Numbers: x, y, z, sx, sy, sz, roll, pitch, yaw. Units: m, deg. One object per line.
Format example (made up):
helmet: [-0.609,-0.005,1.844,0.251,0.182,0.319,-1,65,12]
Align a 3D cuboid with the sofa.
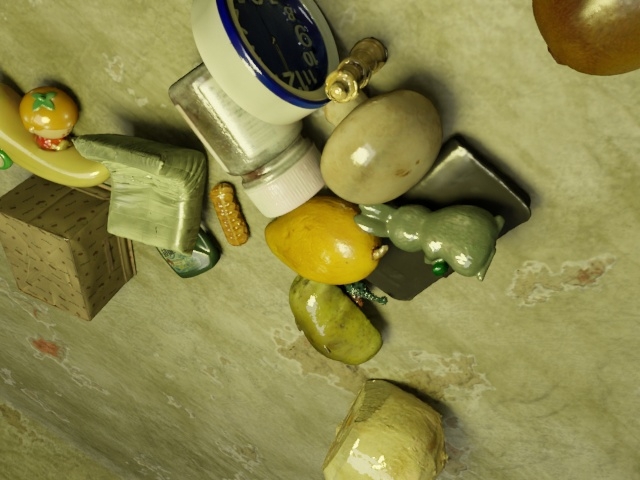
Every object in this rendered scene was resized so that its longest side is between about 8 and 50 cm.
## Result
sofa: [-0.353,-0.088,1.036,0.210,0.176,0.225,16,107,14]

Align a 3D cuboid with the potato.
potato: [0.016,0.189,1.154,0.271,0.111,0.160,49,152,-24]

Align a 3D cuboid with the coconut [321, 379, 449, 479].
coconut: [0.166,0.510,1.269,0.255,0.297,0.297,28,134,2]

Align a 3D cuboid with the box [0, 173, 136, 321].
box: [-0.611,0.009,1.267,0.225,0.190,0.297,20,133,10]

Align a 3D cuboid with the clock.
clock: [-0.072,-0.283,0.746,0.083,0.230,0.230,-20,117,36]

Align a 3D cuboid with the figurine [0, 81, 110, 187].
figurine: [-0.583,-0.232,1.103,0.325,0.124,0.222,27,130,-3]

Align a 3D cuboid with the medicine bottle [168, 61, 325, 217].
medicine bottle: [-0.115,-0.187,0.894,0.165,0.165,0.273,-17,120,34]

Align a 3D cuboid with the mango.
mango: [0.000,0.000,1.010,0.317,0.119,0.176,0,115,46]

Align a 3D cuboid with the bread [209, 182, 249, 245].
bread: [-0.194,-0.053,1.123,0.052,0.044,0.157,0,128,17]

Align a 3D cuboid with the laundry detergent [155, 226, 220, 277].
laundry detergent: [-0.334,-0.020,1.195,0.144,0.078,0.221,-17,117,32]

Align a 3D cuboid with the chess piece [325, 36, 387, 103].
chess piece: [0.050,-0.245,0.764,0.060,0.172,0.060,12,129,15]

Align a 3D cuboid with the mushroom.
mushroom: [0.082,-0.165,0.828,0.204,0.204,0.204,13,131,15]

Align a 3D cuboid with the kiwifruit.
kiwifruit: [0.346,-0.296,0.578,0.196,0.196,0.234,30,133,-1]

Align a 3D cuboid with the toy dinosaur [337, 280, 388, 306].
toy dinosaur: [0.079,0.105,1.116,0.154,0.049,0.055,20,144,34]

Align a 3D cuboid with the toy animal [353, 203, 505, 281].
toy animal: [0.185,-0.020,0.885,0.236,0.108,0.138,29,106,22]

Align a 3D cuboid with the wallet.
wallet: [0.196,-0.015,0.976,0.197,0.051,0.377,38,134,-8]
